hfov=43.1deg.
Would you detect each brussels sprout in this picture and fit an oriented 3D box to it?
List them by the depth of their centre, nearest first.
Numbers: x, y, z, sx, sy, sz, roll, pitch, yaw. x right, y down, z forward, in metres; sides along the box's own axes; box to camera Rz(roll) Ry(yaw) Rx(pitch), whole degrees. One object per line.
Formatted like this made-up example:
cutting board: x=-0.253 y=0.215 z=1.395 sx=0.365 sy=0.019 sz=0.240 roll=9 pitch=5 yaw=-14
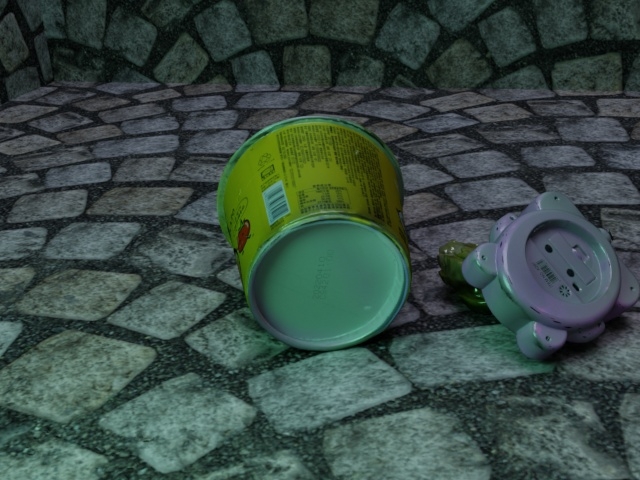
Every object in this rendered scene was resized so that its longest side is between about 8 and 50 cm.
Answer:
brussels sprout: x=0.273 y=0.059 z=1.346 sx=0.139 sy=0.100 sz=0.181 roll=-12 pitch=20 yaw=-38

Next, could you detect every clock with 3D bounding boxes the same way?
clock: x=0.348 y=0.053 z=1.234 sx=0.248 sy=0.090 sz=0.227 roll=-27 pitch=73 yaw=-34

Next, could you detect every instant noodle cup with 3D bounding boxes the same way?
instant noodle cup: x=0.000 y=0.000 z=1.277 sx=0.326 sy=0.325 sz=0.254 roll=-5 pitch=33 yaw=-5
